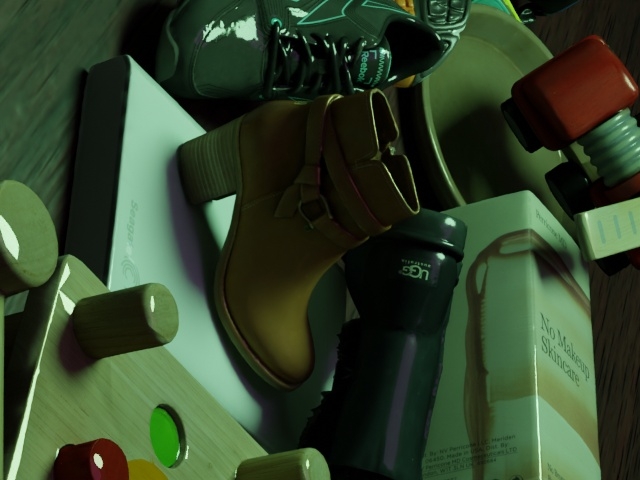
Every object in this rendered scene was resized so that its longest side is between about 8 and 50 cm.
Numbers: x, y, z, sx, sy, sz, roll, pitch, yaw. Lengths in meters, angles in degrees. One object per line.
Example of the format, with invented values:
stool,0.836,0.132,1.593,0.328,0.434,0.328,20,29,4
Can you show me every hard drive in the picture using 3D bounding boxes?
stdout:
hard drive,-0.072,0.036,1.360,0.307,0.040,0.203,45,38,-47

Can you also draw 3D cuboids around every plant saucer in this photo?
plant saucer,0.178,-0.096,1.878,0.278,0.041,0.277,24,57,-42

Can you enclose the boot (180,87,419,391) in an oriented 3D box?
boot,0.000,0.000,1.297,0.073,0.152,0.197,-41,114,-63

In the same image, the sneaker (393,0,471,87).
sneaker,0.060,-0.229,1.684,0.099,0.121,0.262,12,55,-19

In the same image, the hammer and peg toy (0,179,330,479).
hammer and peg toy,-0.137,0.150,1.063,0.361,0.127,0.266,50,37,-42

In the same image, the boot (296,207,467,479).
boot,0.042,0.094,1.409,0.246,0.094,0.207,111,-6,-80

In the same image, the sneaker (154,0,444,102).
sneaker,-0.012,-0.151,1.438,0.267,0.106,0.101,-19,128,-48

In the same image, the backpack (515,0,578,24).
backpack,0.264,-0.414,2.077,0.213,0.276,0.263,30,45,-39

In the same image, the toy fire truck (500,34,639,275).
toy fire truck,0.258,-0.068,1.739,0.217,0.158,0.246,58,-2,-1

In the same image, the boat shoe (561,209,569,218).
boat shoe,0.275,-0.035,2.057,0.227,0.081,0.079,-37,110,-63

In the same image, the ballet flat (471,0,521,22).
ballet flat,0.202,-0.177,2.010,0.231,0.077,0.077,60,3,-26

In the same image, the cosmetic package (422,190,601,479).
cosmetic package,0.160,0.126,1.677,0.153,0.129,0.296,42,40,-49
